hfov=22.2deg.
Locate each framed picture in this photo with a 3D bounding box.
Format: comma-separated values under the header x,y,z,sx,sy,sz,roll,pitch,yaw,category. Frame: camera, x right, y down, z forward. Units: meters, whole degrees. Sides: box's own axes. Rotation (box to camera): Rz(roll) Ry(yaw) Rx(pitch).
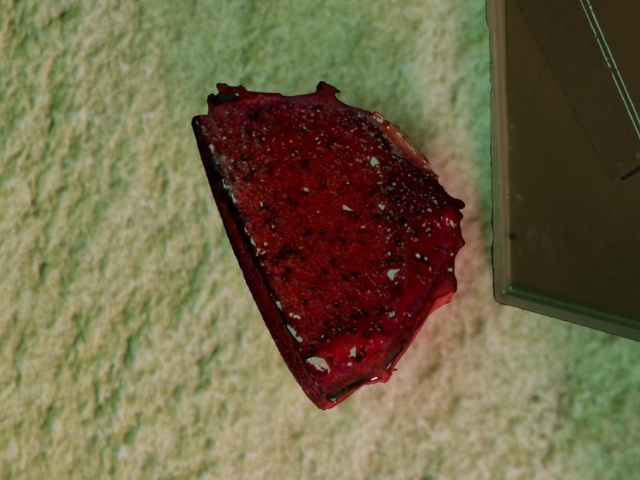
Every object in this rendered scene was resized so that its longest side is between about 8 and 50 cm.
x,y,z,sx,sy,sz,roll,pitch,yaw,category
0.199,-0.083,1.097,0.232,0.024,0.315,16,116,47,framed picture

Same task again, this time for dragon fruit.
x,y,z,sx,sy,sz,roll,pitch,yaw,category
0.000,0.000,1.229,0.261,0.163,0.189,63,143,18,dragon fruit
